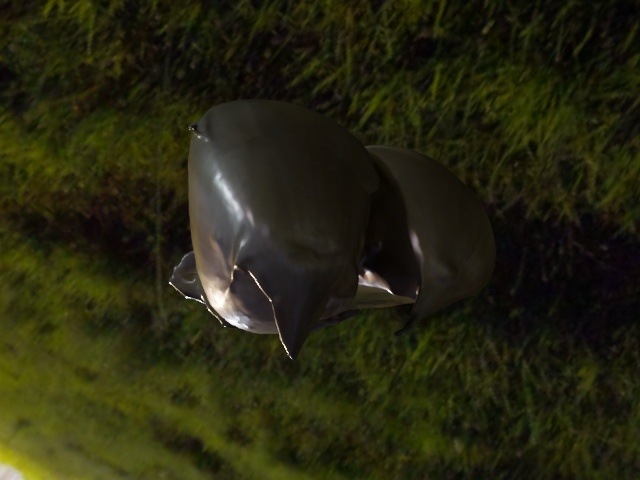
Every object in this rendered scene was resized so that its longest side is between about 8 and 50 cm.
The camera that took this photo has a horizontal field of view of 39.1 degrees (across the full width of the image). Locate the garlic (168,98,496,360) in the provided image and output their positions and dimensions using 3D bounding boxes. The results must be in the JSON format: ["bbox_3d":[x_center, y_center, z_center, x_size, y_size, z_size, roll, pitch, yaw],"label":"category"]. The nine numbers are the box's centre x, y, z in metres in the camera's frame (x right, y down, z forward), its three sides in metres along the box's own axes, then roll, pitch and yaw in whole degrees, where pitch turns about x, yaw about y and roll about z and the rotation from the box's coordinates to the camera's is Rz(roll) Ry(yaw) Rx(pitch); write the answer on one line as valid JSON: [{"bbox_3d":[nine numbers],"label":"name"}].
[{"bbox_3d":[0.000,0.000,0.768,0.286,0.249,0.313,35,161,-7],"label":"garlic"}]
